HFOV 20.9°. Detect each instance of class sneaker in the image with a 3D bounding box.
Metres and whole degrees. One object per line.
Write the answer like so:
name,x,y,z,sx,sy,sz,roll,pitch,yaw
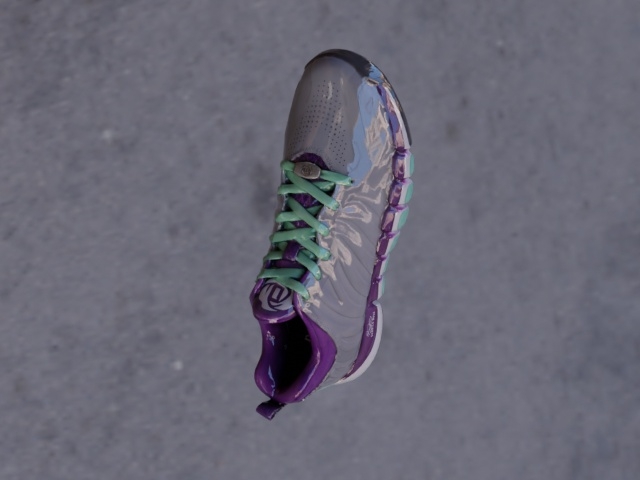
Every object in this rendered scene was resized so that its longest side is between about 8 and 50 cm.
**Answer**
sneaker,0.000,0.000,1.052,0.098,0.083,0.224,-35,132,-54
